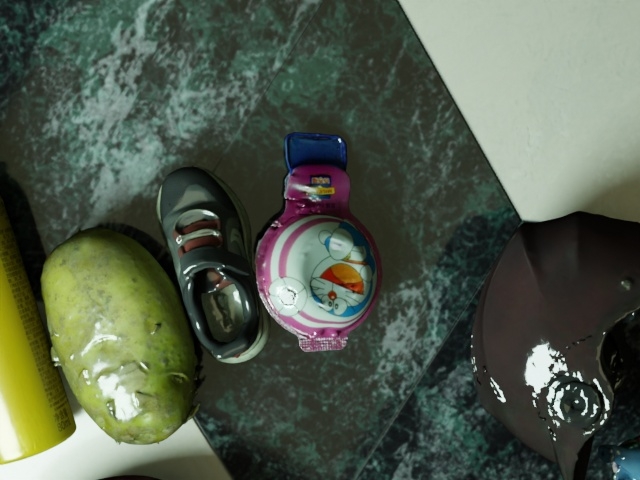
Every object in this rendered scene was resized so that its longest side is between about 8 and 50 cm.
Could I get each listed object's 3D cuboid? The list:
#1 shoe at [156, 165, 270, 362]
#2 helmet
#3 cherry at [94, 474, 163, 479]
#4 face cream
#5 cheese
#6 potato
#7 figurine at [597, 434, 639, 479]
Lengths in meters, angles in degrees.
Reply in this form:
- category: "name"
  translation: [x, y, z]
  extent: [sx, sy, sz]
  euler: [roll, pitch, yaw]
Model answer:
- category: "shoe"
  translation: [-0.115, 0.030, 0.936]
  extent: [0.099, 0.112, 0.227]
  euler: [-17, 97, -2]
- category: "helmet"
  translation: [0.250, 0.105, 0.928]
  extent: [0.177, 0.225, 0.305]
  euler: [23, 95, 20]
- category: "cherry"
  translation: [-0.226, 0.365, 0.906]
  extent: [0.300, 0.203, 0.230]
  euler: [-1, 98, -4]
- category: "face cream"
  translation: [-0.362, 0.057, 0.920]
  extent: [0.105, 0.105, 0.349]
  euler: [-16, 96, -3]
- category: "cheese"
  translation: [0.000, 0.000, 0.960]
  extent: [0.155, 0.062, 0.244]
  euler: [2, 83, -24]
- category: "potato"
  translation: [-0.215, 0.100, 0.935]
  extent: [0.149, 0.113, 0.251]
  euler: [-25, 83, 10]
- category: "figurine"
  translation: [0.408, 0.267, 0.974]
  extent: [0.178, 0.144, 0.114]
  euler: [0, 100, -16]
